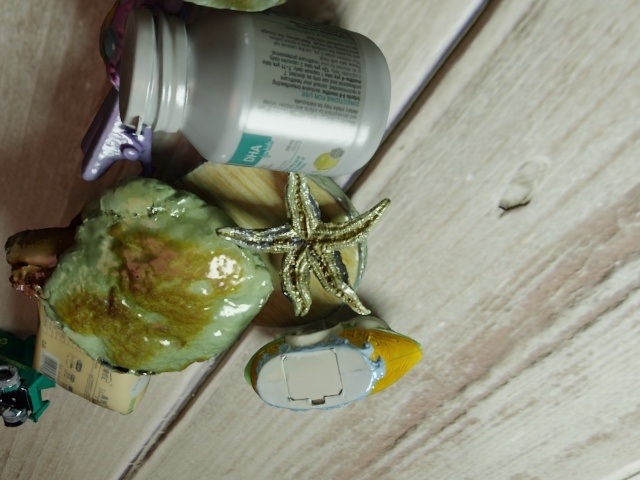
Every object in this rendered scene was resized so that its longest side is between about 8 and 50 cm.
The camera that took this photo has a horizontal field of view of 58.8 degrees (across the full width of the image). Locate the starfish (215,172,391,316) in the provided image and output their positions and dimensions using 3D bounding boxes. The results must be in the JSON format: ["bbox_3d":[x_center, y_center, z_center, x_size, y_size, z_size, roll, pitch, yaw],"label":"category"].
[{"bbox_3d":[0.000,0.000,0.624,0.175,0.053,0.208,-22,123,16],"label":"starfish"}]

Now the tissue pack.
[{"bbox_3d":[-0.324,0.136,0.833,0.186,0.090,0.222,25,125,0],"label":"tissue pack"}]

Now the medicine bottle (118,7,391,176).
[{"bbox_3d":[-0.059,-0.132,0.498,0.215,0.135,0.135,3,132,-26],"label":"medicine bottle"}]

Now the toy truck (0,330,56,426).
[{"bbox_3d":[-0.527,0.202,0.922,0.215,0.116,0.110,18,126,12],"label":"toy truck"}]

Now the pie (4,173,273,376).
[{"bbox_3d":[-0.204,0.053,0.678,0.274,0.106,0.257,-24,115,16],"label":"pie"}]

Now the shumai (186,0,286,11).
[{"bbox_3d":[-0.012,-0.308,0.298,0.288,0.329,0.292,-3,99,29],"label":"shumai"}]

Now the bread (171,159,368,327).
[{"bbox_3d":[-0.071,0.004,0.701,0.266,0.041,0.267,7,125,10],"label":"bread"}]

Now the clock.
[{"bbox_3d":[0.013,0.152,0.718,0.230,0.144,0.104,-8,93,13],"label":"clock"}]

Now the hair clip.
[{"bbox_3d":[-0.189,-0.160,0.580,0.090,0.137,0.279,0,134,-29],"label":"hair clip"}]
